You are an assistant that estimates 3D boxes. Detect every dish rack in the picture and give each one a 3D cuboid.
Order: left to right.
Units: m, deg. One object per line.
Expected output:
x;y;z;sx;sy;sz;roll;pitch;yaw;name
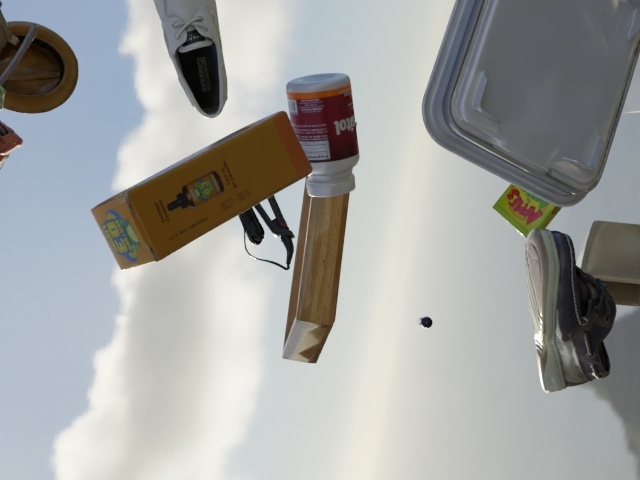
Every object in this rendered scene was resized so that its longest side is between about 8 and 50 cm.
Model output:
0.296;-0.236;1.806;0.072;0.286;0.332;-4;64;62;dish rack

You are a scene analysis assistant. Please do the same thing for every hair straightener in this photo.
-0.108;-0.051;2.129;0.047;0.089;0.230;68;177;-76;hair straightener

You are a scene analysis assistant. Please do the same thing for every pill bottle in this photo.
0.006;-0.138;1.826;0.086;0.086;0.152;-70;-26;-72;pill bottle

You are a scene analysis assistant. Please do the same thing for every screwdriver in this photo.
0.174;0.142;2.381;0.170;0.024;0.025;92;161;-83;screwdriver

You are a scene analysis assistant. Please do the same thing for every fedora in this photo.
-0.536;-0.301;2.511;0.079;0.194;0.194;141;144;-63;fedora

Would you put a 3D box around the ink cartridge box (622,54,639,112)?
0.600;-0.306;2.155;0.117;0.283;0.207;67;167;-8;ink cartridge box

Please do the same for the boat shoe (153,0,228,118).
-0.184;-0.304;2.058;0.084;0.095;0.258;-113;4;-65;boat shoe

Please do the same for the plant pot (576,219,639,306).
0.418;0.030;1.997;0.109;0.109;0.096;87;-172;-71;plant pot

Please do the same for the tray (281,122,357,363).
0.000;0.000;2.580;0.203;0.076;0.410;111;167;-64;tray

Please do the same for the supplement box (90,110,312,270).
-0.119;-0.053;1.440;0.233;0.080;0.078;-32;-79;-41;supplement box

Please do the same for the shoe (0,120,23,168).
-0.490;-0.142;2.031;0.081;0.063;0.178;-49;-6;-1;shoe

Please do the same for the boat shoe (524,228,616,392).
0.278;0.076;1.536;0.285;0.092;0.102;74;-171;-53;boat shoe

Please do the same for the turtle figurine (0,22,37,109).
-0.503;-0.181;1.854;0.274;0.198;0.266;-70;-7;-68;turtle figurine

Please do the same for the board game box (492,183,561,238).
0.399;-0.098;2.476;0.181;0.092;0.043;-53;-23;17;board game box

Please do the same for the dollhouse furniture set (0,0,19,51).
-0.615;-0.379;2.316;0.303;0.174;0.355;-60;-11;-19;dollhouse furniture set
